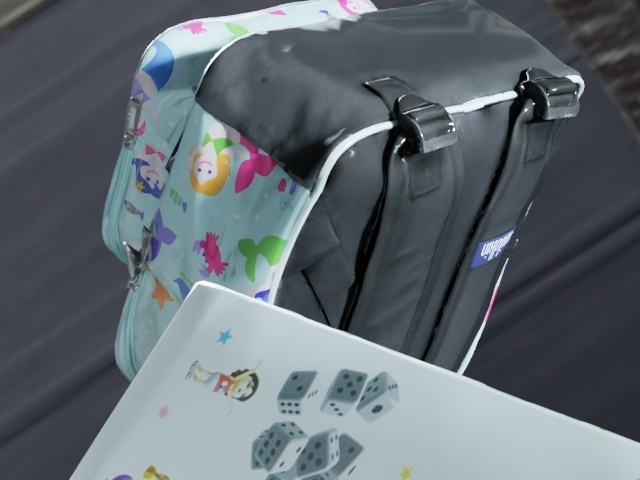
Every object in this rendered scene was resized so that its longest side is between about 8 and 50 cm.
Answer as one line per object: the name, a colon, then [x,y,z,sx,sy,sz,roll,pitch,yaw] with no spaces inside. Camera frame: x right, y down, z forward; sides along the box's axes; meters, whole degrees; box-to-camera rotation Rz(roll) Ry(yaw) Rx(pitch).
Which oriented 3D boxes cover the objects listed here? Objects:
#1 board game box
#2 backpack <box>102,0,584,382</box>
board game box: [0.099,0.136,0.462,0.303,0.097,0.224,18,-19,46]
backpack: [0.000,0.000,0.920,0.191,0.225,0.253,34,-54,33]
